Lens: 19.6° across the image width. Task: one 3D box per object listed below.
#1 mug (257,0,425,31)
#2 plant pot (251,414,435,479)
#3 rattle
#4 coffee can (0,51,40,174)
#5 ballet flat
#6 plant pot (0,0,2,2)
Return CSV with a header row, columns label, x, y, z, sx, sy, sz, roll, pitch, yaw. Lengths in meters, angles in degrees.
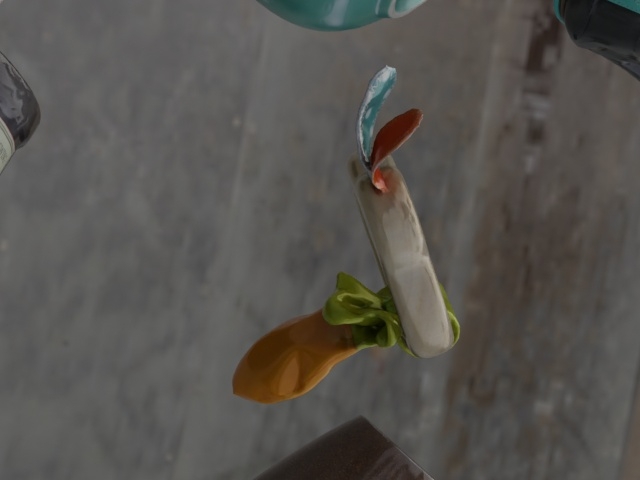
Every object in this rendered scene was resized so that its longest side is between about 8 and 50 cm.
label,x,y,z,sx,sy,sz,roll,pitch,yaw
mug,0.024,-0.147,0.648,0.158,0.097,0.129,-48,171,16
plant pot,0.003,0.288,1.771,0.230,0.215,0.215,-48,156,-2
rattle,0.000,0.000,1.025,0.199,0.143,0.130,65,22,-64
coffee can,-0.291,0.001,0.887,0.275,0.201,0.201,-60,155,-17
ballet flat,0.267,-0.147,1.348,0.280,0.096,0.095,0,110,-56
plant pot,-0.332,-0.265,1.288,0.275,0.243,0.275,-49,171,-11
